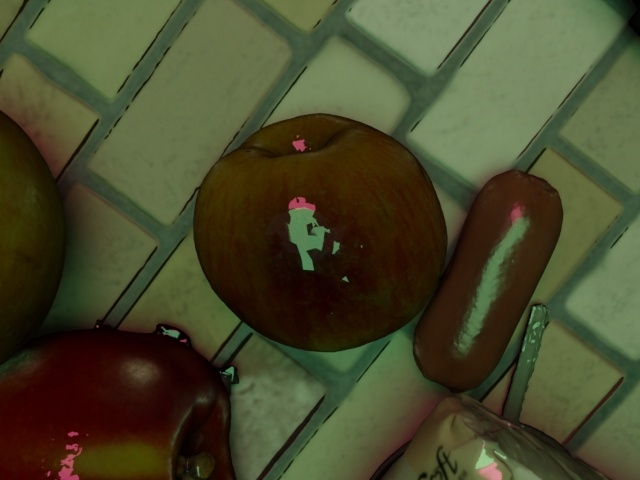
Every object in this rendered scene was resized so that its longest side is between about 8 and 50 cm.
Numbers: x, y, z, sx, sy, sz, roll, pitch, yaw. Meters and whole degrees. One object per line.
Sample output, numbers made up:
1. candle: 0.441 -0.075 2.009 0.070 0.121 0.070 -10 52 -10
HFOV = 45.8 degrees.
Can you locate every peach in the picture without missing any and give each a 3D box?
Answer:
1. peach: -0.237 0.219 0.594 0.361 0.201 0.258 -12 101 3

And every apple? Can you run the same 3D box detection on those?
1. apple: -0.304 -0.002 0.550 0.237 0.237 0.208 -9 68 2
2. apple: 0.000 0.000 0.587 0.195 0.160 0.173 -7 122 8

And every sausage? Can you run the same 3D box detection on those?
1. sausage: 0.137 0.036 0.623 0.077 0.077 0.194 23 98 -4

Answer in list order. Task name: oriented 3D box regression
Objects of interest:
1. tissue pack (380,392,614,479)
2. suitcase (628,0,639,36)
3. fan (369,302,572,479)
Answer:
1. tissue pack: 0.145 0.342 0.612 0.390 0.195 0.375 35 107 -8
2. suitcase: 0.305 -0.325 0.493 0.339 0.194 0.351 -44 98 5
3. fan: 0.177 0.231 0.689 0.223 0.012 0.294 40 99 -7
